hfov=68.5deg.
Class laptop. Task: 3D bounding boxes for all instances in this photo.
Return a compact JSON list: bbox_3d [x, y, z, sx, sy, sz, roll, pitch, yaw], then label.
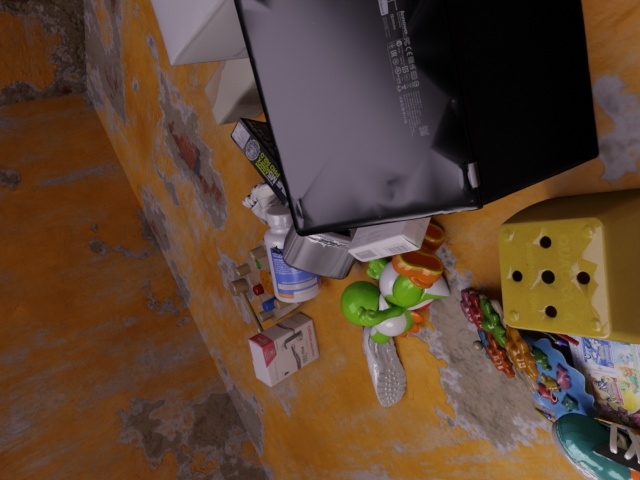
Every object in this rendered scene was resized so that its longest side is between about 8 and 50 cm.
[{"bbox_3d":[0.142,-0.242,0.645,0.407,0.236,0.383,-9,103,27],"label":"laptop"}]

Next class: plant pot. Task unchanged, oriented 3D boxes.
[{"bbox_3d":[0.364,0.039,0.647,0.212,0.187,0.213,-4,91,58],"label":"plant pot"}]

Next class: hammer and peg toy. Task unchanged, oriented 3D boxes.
[{"bbox_3d":[-0.191,0.167,1.669,0.266,0.127,0.361,60,148,9],"label":"hammer and peg toy"}]

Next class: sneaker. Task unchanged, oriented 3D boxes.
[{"bbox_3d":[0.167,0.339,1.286,0.094,0.089,0.235,-162,60,-66],"label":"sneaker"},{"bbox_3d":[-0.156,-0.126,1.464,0.118,0.110,0.292,58,161,-2],"label":"sneaker"},{"bbox_3d":[0.511,0.339,0.695,0.302,0.108,0.121,29,130,16],"label":"sneaker"}]

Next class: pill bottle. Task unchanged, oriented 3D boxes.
[{"bbox_3d":[-0.084,0.034,1.401,0.152,0.152,0.272,21,125,50],"label":"pill bottle"}]

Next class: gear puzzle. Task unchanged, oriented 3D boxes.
[{"bbox_3d":[0.308,0.180,0.821,0.339,0.044,0.176,11,-125,-84],"label":"gear puzzle"}]

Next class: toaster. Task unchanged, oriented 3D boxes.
[{"bbox_3d":[0.000,0.000,1.208,0.129,0.226,0.147,-85,16,-45],"label":"toaster"}]

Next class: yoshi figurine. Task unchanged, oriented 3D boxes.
[{"bbox_3d":[0.142,0.110,1.079,0.203,0.203,0.362,57,149,31],"label":"yoshi figurine"}]

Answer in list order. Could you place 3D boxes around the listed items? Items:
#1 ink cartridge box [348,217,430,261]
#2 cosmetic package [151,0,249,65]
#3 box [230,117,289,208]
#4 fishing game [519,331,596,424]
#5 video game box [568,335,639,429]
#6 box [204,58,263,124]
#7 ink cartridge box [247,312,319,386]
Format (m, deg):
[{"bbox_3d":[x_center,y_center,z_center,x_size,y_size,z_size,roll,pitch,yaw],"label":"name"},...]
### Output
[{"bbox_3d":[0.161,-0.072,0.966,0.056,0.225,0.181,36,154,-19],"label":"ink cartridge box"},{"bbox_3d":[-0.088,-0.544,0.827,0.327,0.393,0.330,-6,103,57],"label":"cosmetic package"},{"bbox_3d":[-0.069,-0.191,1.178,0.270,0.216,0.060,52,122,24],"label":"box"},{"bbox_3d":[0.402,0.250,0.843,0.189,0.041,0.264,40,152,61],"label":"fishing game"},{"bbox_3d":[0.491,0.197,0.726,0.187,0.048,0.206,-5,104,55],"label":"video game box"},{"bbox_3d":[-0.194,-0.442,1.288,0.311,0.147,0.121,-21,90,57],"label":"box"},{"bbox_3d":[-0.119,0.365,1.590,0.092,0.217,0.159,13,119,47],"label":"ink cartridge box"}]
